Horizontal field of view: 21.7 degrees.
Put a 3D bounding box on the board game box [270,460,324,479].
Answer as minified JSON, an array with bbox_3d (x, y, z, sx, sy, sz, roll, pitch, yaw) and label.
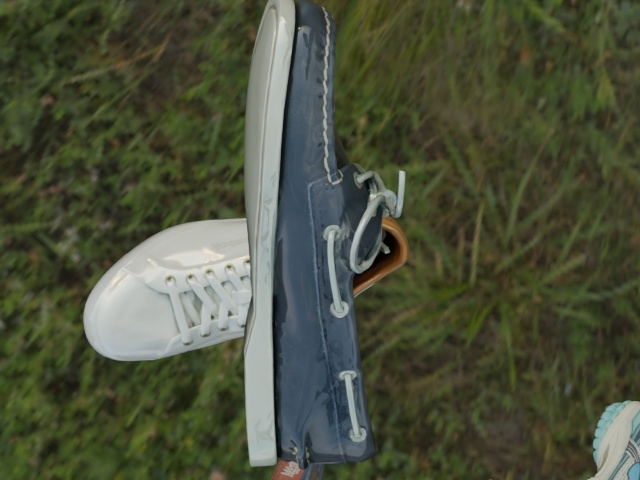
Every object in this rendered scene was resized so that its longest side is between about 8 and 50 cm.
[{"bbox_3d":[-0.025,0.241,1.466,0.027,0.281,0.145,11,99,5],"label":"board game box"}]

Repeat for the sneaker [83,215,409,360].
[{"bbox_3d":[-0.060,0.030,1.430,0.290,0.123,0.106,-22,107,-17],"label":"sneaker"}]

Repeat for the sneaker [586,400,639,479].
[{"bbox_3d":[0.308,0.250,1.561,0.122,0.283,0.110,-10,125,29],"label":"sneaker"}]

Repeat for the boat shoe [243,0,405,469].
[{"bbox_3d":[0.000,0.000,0.860,0.079,0.095,0.254,0,103,-4],"label":"boat shoe"}]
